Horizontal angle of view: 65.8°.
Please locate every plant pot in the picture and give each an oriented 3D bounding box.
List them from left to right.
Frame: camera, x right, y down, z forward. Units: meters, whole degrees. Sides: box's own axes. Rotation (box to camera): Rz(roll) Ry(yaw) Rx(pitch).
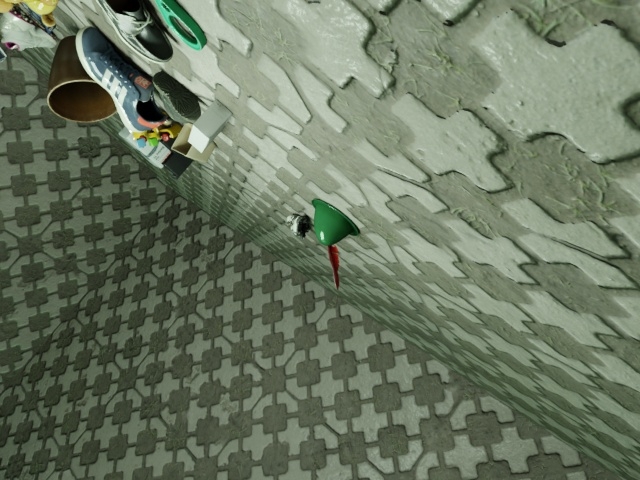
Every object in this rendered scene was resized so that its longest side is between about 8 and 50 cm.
[{"bbox_3d":[-0.788,-0.548,1.629,0.215,0.216,0.230,71,-177,-72],"label":"plant pot"},{"bbox_3d":[-0.436,-0.335,1.740,0.109,0.108,0.096,28,179,41],"label":"plant pot"}]

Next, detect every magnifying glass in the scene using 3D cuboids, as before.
[{"bbox_3d":[-0.301,-0.459,0.952,0.092,0.026,0.231,30,167,35],"label":"magnifying glass"}]

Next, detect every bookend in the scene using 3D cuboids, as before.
[{"bbox_3d":[-0.601,-0.358,2.013,0.156,0.157,0.072,43,168,-31],"label":"bookend"}]

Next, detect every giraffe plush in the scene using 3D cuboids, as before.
[{"bbox_3d":[-0.776,-0.666,1.315,0.210,0.181,0.171,17,-178,33],"label":"giraffe plush"}]

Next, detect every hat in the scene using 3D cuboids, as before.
[{"bbox_3d":[0.000,0.000,1.506,0.209,0.183,0.173,26,164,47],"label":"hat"}]

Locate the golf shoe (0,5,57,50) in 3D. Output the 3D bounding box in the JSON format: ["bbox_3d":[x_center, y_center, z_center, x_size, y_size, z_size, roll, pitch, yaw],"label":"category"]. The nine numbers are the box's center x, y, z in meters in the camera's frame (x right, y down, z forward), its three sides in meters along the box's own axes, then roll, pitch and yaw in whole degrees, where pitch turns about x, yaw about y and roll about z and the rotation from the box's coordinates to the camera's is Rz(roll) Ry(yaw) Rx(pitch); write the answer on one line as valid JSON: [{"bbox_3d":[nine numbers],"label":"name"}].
[{"bbox_3d":[-1.112,-0.773,1.856,0.115,0.140,0.306,39,-176,-2],"label":"golf shoe"}]

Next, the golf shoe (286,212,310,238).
[{"bbox_3d":[-0.093,-0.061,1.850,0.094,0.077,0.198,36,168,7],"label":"golf shoe"}]

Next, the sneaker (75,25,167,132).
[{"bbox_3d":[-0.595,-0.498,1.528,0.148,0.131,0.350,1,139,27],"label":"sneaker"}]

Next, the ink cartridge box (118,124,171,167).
[{"bbox_3d":[-0.711,-0.429,2.088,0.087,0.153,0.208,27,166,40],"label":"ink cartridge box"}]

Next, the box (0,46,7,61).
[{"bbox_3d":[-1.362,-0.800,1.607,0.472,0.297,0.479,40,160,37],"label":"box"}]

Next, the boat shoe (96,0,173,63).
[{"bbox_3d":[-0.398,-0.472,1.052,0.079,0.084,0.233,28,163,44],"label":"boat shoe"}]

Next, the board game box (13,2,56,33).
[{"bbox_3d":[-1.030,-0.833,1.682,0.243,0.042,0.165,41,169,-18],"label":"board game box"}]

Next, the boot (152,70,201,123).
[{"bbox_3d":[-0.421,-0.395,1.487,0.189,0.076,0.208,51,163,4],"label":"boot"}]

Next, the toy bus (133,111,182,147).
[{"bbox_3d":[-0.601,-0.428,1.834,0.191,0.202,0.104,34,141,55],"label":"toy bus"}]

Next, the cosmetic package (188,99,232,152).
[{"bbox_3d":[-0.321,-0.321,1.412,0.060,0.098,0.239,40,169,-15],"label":"cosmetic package"}]

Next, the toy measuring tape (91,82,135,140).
[{"bbox_3d":[-0.752,-0.513,1.798,0.121,0.121,0.330,20,138,59],"label":"toy measuring tape"}]

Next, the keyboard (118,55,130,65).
[{"bbox_3d":[-0.638,-0.564,1.616,0.180,0.023,0.108,40,169,-19],"label":"keyboard"}]
